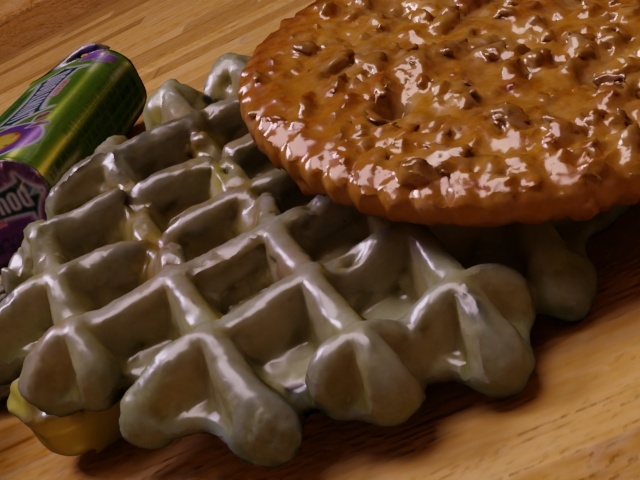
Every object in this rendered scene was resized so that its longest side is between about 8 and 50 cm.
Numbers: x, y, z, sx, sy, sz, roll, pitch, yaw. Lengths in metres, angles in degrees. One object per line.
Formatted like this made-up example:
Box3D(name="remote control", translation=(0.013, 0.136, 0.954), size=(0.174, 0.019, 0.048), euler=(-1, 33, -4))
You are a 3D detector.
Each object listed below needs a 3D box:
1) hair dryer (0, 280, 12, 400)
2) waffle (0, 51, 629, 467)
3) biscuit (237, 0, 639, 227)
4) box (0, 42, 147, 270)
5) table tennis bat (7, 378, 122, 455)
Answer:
Box3D(name="hair dryer", translation=(-0.244, 0.065, 0.884), size=(0.206, 0.075, 0.237), euler=(-14, 14, 18))
Box3D(name="waffle", translation=(-0.002, -0.017, 0.621), size=(0.292, 0.056, 0.309), euler=(3, 36, 28))
Box3D(name="biscuit", translation=(0.084, -0.083, 0.602), size=(0.254, 0.035, 0.254), euler=(-7, 33, 5))
Box3D(name="box", translation=(-0.259, -0.084, 1.208), size=(0.134, 0.097, 0.345), euler=(-24, 19, 15))
Box3D(name="table tennis bat", translation=(0.000, 0.000, 0.701), size=(0.369, 0.054, 0.224), euler=(-33, 25, -23))
